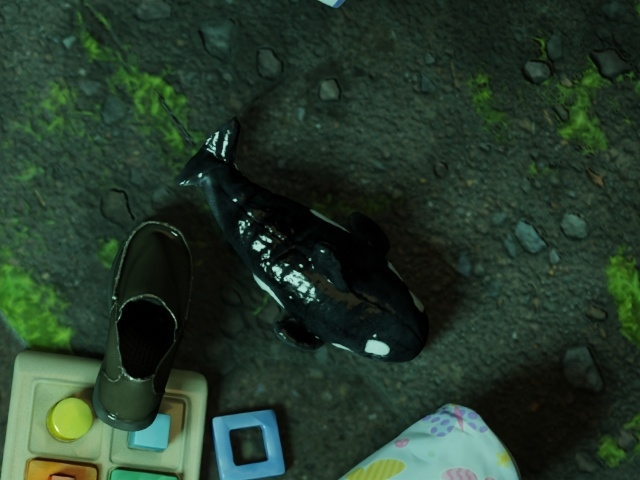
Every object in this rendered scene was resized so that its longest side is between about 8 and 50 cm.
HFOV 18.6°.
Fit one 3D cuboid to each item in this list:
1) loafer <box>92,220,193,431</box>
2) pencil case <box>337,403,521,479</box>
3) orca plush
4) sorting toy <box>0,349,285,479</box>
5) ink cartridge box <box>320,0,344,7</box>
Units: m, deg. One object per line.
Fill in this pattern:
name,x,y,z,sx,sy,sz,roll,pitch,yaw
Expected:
loafer,-0.151,0.066,1.775,0.080,0.078,0.220,14,53,-14
pencil case,0.057,0.265,1.788,0.273,0.113,0.124,-35,129,-22
orca plush,0.000,0.000,1.847,0.151,0.102,0.287,-34,88,-22
sorting toy,-0.195,0.200,1.764,0.347,0.047,0.196,8,74,-15
ink cartridge box,-0.077,-0.358,1.798,0.330,0.324,0.071,23,72,-11
